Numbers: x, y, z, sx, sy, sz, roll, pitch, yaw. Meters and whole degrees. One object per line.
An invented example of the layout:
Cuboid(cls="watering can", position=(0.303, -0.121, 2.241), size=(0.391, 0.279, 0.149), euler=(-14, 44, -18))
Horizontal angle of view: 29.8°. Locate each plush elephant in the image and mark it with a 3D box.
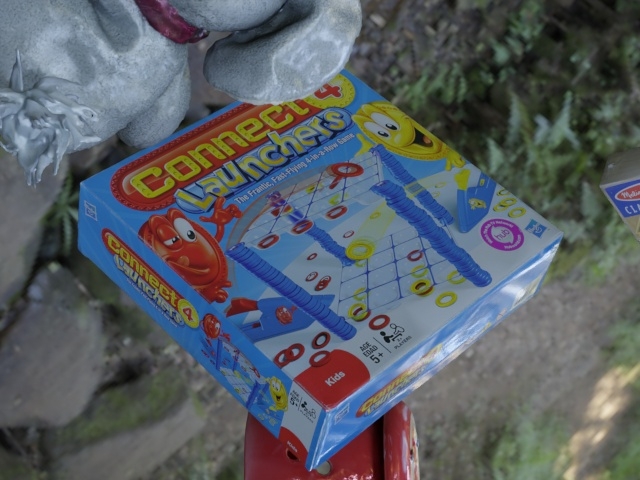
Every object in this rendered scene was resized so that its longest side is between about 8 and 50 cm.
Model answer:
Cuboid(cls="plush elephant", position=(-0.130, -0.195, 0.868), size=(0.255, 0.330, 0.272), euler=(-31, 126, 1))

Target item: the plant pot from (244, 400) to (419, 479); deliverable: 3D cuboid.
Cuboid(cls="plant pot", position=(0.017, 0.256, 1.277), size=(0.174, 0.191, 0.191), euler=(-2, 157, 8))

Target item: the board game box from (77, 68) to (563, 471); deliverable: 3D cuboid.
Cuboid(cls="board game box", position=(0.000, 0.000, 1.063), size=(0.308, 0.302, 0.086), euler=(-33, 152, -34))

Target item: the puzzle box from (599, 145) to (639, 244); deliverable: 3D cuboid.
Cuboid(cls="puzzle box", position=(0.510, -0.021, 1.142), size=(0.409, 0.272, 0.052), euler=(-16, -144, 42))
